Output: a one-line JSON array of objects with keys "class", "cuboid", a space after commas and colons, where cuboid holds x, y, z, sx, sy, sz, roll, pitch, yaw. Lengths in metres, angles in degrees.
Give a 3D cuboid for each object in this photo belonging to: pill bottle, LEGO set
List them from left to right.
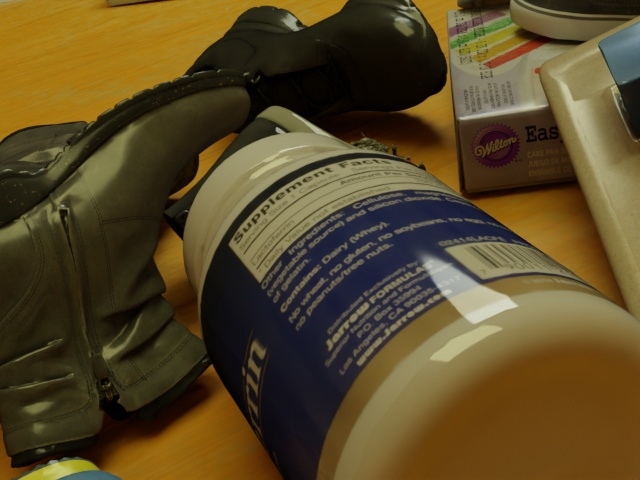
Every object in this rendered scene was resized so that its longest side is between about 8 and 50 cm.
[{"class": "LEGO set", "cuboid": [0.045, -0.067, 0.859, 0.083, 0.023, 0.054, 10, 34, 34]}, {"class": "pill bottle", "cuboid": [0.030, 0.045, 0.522, 0.153, 0.153, 0.265, -20, 29, -15]}]

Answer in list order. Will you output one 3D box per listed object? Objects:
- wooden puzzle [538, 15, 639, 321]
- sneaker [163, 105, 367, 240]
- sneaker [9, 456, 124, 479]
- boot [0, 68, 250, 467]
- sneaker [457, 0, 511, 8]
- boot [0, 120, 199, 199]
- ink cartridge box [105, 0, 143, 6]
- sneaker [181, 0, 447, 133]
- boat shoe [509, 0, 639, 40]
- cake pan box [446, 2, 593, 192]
[{"class": "wooden puzzle", "cuboid": [0.287, -0.087, 0.581, 0.322, 0.080, 0.348, -26, 37, 17]}, {"class": "sneaker", "cuboid": [0.000, 0.000, 0.719, 0.118, 0.083, 0.222, -44, 46, -17]}, {"class": "sneaker", "cuboid": [-0.153, 0.168, 0.454, 0.209, 0.069, 0.082, -30, 37, -31]}, {"class": "boot", "cuboid": [-0.110, 0.014, 0.649, 0.246, 0.161, 0.083, -35, 0, -28]}, {"class": "sneaker", "cuboid": [0.179, -0.265, 1.044, 0.090, 0.094, 0.235, -11, 1, 17]}, {"class": "boot", "cuboid": [-0.270, -0.016, 0.814, 0.338, 0.118, 0.222, 3, 26, 4]}, {"class": "ink cartridge box", "cuboid": [-0.156, -0.379, 1.481, 0.232, 0.066, 0.189, -7, 28, 17]}, {"class": "sneaker", "cuboid": [-0.013, -0.135, 0.937, 0.130, 0.109, 0.286, -42, 27, -30]}, {"class": "boat shoe", "cuboid": [0.243, -0.192, 0.822, 0.228, 0.076, 0.080, 16, 38, 41]}, {"class": "cake pan box", "cuboid": [0.225, -0.133, 0.872, 0.246, 0.070, 0.267, -4, 28, 9]}]
